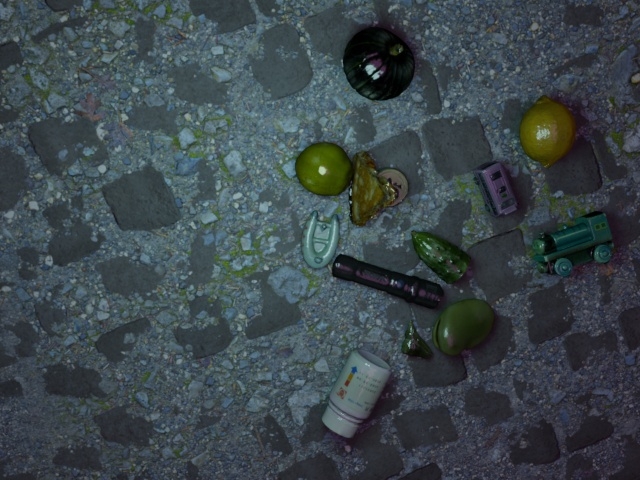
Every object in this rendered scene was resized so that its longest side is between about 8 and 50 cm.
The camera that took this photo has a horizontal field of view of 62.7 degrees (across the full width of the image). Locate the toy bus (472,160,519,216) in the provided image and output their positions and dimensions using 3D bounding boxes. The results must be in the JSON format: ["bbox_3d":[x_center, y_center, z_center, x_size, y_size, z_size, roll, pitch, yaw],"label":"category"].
[{"bbox_3d":[0.640,-0.185,1.908,0.096,0.108,0.198,-26,101,-3],"label":"toy bus"}]

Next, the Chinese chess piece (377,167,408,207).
[{"bbox_3d":[0.242,-0.189,1.881,0.144,0.058,0.144,-1,99,-8],"label":"Chinese chess piece"}]

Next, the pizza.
[{"bbox_3d":[0.168,-0.195,1.781,0.074,0.288,0.251,-4,78,-24],"label":"pizza"}]

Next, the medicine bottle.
[{"bbox_3d":[0.128,0.559,1.923,0.170,0.170,0.292,27,93,-11],"label":"medicine bottle"}]

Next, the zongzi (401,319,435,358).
[{"bbox_3d":[0.391,0.380,1.994,0.154,0.062,0.130,16,84,-16],"label":"zongzi"}]

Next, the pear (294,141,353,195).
[{"bbox_3d":[0.014,-0.242,1.780,0.198,0.198,0.198,-1,99,-7],"label":"pear"}]

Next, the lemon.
[{"bbox_3d":[0.802,-0.385,1.859,0.189,0.188,0.256,-5,97,-7],"label":"lemon"}]

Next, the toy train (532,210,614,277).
[{"bbox_3d":[0.949,0.019,1.982,0.298,0.120,0.194,-19,93,-4],"label":"toy train"}]

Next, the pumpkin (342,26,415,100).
[{"bbox_3d":[0.203,-0.589,1.743,0.250,0.216,0.249,9,74,-33],"label":"pumpkin"}]

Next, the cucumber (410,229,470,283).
[{"bbox_3d":[0.420,0.044,1.911,0.244,0.134,0.134,40,92,-8],"label":"cucumber"}]

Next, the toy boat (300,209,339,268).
[{"bbox_3d":[0.000,0.000,1.870,0.134,0.079,0.207,12,95,-12],"label":"toy boat"}]

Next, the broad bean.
[{"bbox_3d":[0.537,0.321,1.981,0.263,0.121,0.189,-27,96,-18],"label":"broad bean"}]

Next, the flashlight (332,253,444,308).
[{"bbox_3d":[0.241,0.145,1.915,0.424,0.103,0.103,19,96,-9],"label":"flashlight"}]
